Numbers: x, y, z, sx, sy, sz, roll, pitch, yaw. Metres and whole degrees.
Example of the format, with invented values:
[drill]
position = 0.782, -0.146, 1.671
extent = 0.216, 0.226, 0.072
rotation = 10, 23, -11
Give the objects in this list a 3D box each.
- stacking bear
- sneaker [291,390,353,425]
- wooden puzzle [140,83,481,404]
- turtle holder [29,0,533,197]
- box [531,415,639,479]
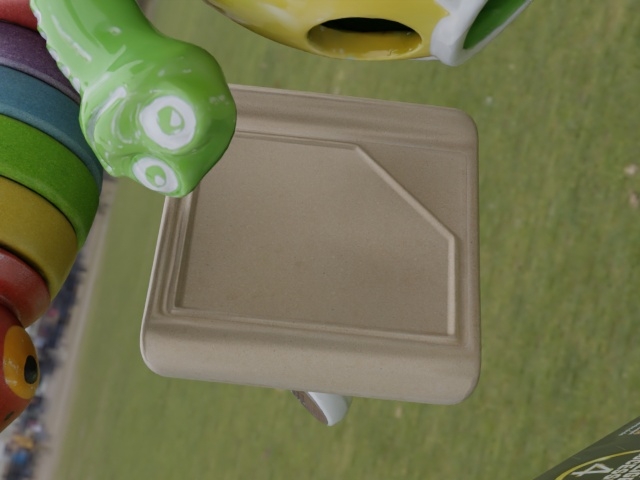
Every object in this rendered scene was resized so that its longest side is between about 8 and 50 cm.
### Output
[stacking bear]
position = -0.208, -0.007, 0.817
extent = 0.175, 0.164, 0.289
rotation = 77, -162, -59
[sneaker]
position = -0.025, 0.034, 1.258
extent = 0.290, 0.123, 0.106
rotation = 56, 173, 36
[wooden puzzle]
position = 0.000, 0.000, 0.956
extent = 0.044, 0.221, 0.238
rotation = 97, 178, -55
[turtle holder]
position = 0.006, -0.190, 0.654
extent = 0.320, 0.227, 0.243
rotation = -42, -9, -32
[box]
position = 0.344, 0.149, 0.887
extent = 0.318, 0.395, 0.097
rotation = -9, 94, 43
